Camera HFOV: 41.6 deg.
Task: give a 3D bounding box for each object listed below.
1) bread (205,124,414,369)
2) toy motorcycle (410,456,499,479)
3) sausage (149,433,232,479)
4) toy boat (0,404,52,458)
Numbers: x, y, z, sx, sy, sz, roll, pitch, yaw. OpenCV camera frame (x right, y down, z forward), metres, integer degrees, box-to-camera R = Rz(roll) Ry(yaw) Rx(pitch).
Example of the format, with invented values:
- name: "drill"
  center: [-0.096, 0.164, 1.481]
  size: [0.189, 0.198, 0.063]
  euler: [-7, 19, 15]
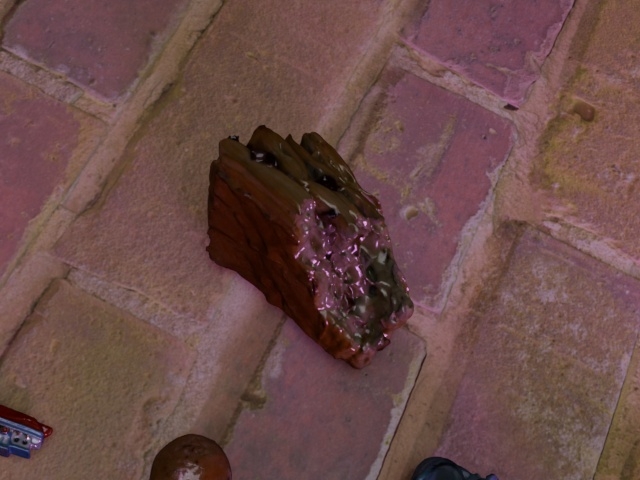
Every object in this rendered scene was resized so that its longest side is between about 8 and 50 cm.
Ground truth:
- name: "bread"
  center: [0.000, 0.000, 1.321]
  size: [0.370, 0.314, 0.191]
  euler: [39, 58, 11]
- name: "toy motorcycle"
  center: [0.185, 0.464, 1.257]
  size: [0.206, 0.154, 0.260]
  euler: [32, 72, -22]
- name: "sausage"
  center: [-0.198, 0.523, 1.162]
  size: [0.123, 0.136, 0.501]
  euler: [-1, 69, 18]
- name: "toy boat"
  center: [-0.488, 0.274, 1.242]
  size: [0.173, 0.069, 0.059]
  euler: [23, 58, -6]
